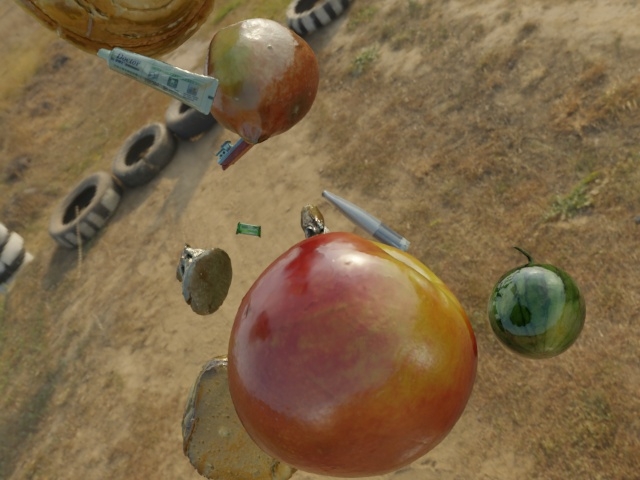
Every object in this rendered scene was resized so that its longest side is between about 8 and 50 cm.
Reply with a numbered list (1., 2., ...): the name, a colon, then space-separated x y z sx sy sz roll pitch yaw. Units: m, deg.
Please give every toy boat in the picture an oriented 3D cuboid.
1. toy boat: -0.238 -0.280 1.787 0.173 0.058 0.069 -41 1 12

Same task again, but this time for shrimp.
1. shrimp: -0.001 0.000 1.461 0.058 0.173 0.253 -22 21 0

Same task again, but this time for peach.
1. peach: 0.033 0.177 0.934 0.389 0.388 0.388 -27 36 22
2. peach: -0.120 -0.298 1.204 0.233 0.232 0.256 -18 70 32

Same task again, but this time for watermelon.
1. watermelon: 0.429 0.130 1.229 0.188 0.188 0.214 -18 51 32

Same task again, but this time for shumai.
1. shumai: -0.340 0.104 1.700 0.120 0.201 0.201 6 54 28

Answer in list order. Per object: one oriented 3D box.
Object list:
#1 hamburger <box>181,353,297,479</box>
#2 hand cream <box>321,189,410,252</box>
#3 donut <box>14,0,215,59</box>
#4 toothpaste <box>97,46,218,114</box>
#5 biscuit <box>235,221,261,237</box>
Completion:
1. hamburger: -0.172 0.409 1.432 0.174 0.284 0.304 179 107 -77
2. hand cream: 0.109 -0.048 1.540 0.048 0.255 0.079 -57 1 -7
3. donut: -0.399 -0.571 1.181 0.449 0.449 0.198 -49 25 -11
4. toothpaste: -0.281 -0.284 1.056 0.041 0.218 0.064 -55 -13 -75
5. biscuit: -0.250 -0.038 2.153 0.016 0.089 0.046 -138 57 -82
